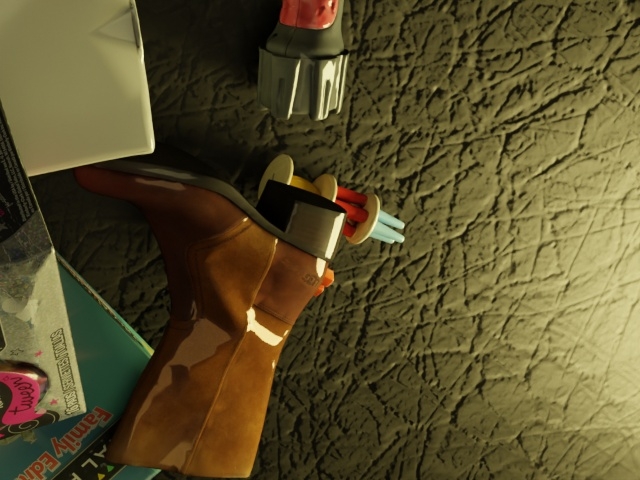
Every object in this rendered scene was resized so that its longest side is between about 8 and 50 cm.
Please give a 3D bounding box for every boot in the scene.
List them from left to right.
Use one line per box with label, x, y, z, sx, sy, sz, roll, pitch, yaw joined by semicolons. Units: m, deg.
boot;-0.136;0.064;1.409;0.264;0.096;0.280;16;102;-34

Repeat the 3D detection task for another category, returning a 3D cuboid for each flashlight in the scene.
flashlight;-0.009;-0.258;1.382;0.103;0.103;0.304;-1;109;-22

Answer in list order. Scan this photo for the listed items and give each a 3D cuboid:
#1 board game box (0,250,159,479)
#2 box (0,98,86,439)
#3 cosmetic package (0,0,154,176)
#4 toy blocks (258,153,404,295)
board game box;-0.299;0.130;1.429;0.254;0.079;0.336;-42;118;-2
box;-0.276;0.034;1.207;0.142;0.163;0.247;-18;149;-12
cosmetic package;-0.342;-0.151;1.269;0.385;0.156;0.217;-12;113;-18
toy blocks;0.000;0.000;1.508;0.148;0.054;0.123;23;99;-27
